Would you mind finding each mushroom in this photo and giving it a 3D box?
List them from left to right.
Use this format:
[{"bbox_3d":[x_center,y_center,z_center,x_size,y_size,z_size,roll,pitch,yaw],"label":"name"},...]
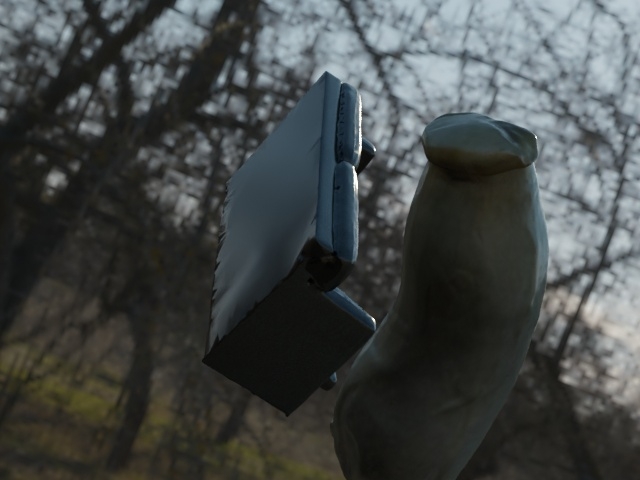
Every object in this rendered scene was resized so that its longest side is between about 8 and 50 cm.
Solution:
[{"bbox_3d":[0.080,0.064,0.954,0.097,0.351,0.109,-26,55,-36],"label":"mushroom"}]

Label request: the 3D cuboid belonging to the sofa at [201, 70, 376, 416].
[{"bbox_3d":[0.000,0.000,0.650,0.060,0.085,0.147,33,28,-19],"label":"sofa"}]
